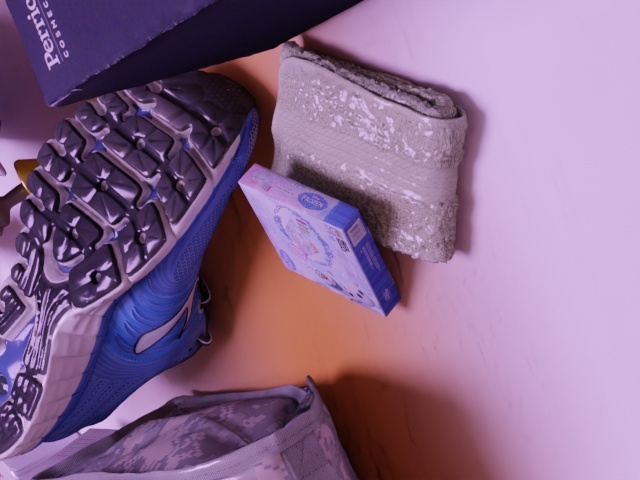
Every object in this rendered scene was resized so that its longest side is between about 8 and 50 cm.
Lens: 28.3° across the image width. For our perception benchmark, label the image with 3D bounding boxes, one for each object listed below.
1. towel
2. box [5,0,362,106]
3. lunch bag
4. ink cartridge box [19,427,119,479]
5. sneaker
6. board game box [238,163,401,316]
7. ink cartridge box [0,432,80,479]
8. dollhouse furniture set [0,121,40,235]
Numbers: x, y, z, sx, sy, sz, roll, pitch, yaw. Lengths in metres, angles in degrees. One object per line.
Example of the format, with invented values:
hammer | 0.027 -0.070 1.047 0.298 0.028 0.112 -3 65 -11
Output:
towel | 0.024 -0.052 0.763 0.148 0.027 0.110 26 127 37
box | -0.050 -0.282 0.606 0.313 0.179 0.343 -17 94 48
lunch bag | -0.038 0.227 0.862 0.287 0.169 0.235 -15 99 53
ink cartridge box | -0.175 0.217 1.036 0.090 0.143 0.092 -2 109 29
sneaker | -0.138 0.016 0.903 0.129 0.147 0.330 50 119 24
board game box | 0.000 0.000 0.791 0.090 0.020 0.090 24 155 37
ink cartridge box | -0.313 0.217 1.220 0.139 0.082 0.190 44 134 22
dollhouse furniture set | -0.281 -0.191 0.986 0.303 0.198 0.286 53 -174 -23
